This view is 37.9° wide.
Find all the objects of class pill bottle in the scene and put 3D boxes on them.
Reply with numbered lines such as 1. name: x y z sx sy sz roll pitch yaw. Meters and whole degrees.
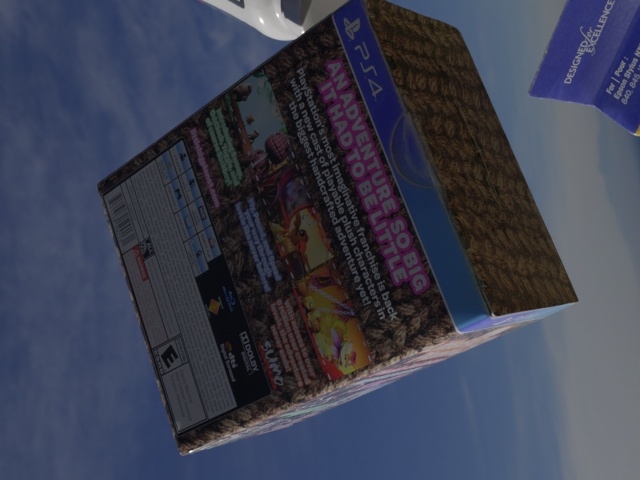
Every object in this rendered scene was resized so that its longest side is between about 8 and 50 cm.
1. pill bottle: -0.045 -0.249 0.872 0.180 0.108 0.108 36 171 37

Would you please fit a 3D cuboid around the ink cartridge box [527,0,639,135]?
1. ink cartridge box: 0.373 -0.225 0.795 0.072 0.307 0.304 -118 36 -47

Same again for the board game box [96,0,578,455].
1. board game box: 0.000 0.000 0.709 0.141 0.291 0.232 -1 -113 -54
